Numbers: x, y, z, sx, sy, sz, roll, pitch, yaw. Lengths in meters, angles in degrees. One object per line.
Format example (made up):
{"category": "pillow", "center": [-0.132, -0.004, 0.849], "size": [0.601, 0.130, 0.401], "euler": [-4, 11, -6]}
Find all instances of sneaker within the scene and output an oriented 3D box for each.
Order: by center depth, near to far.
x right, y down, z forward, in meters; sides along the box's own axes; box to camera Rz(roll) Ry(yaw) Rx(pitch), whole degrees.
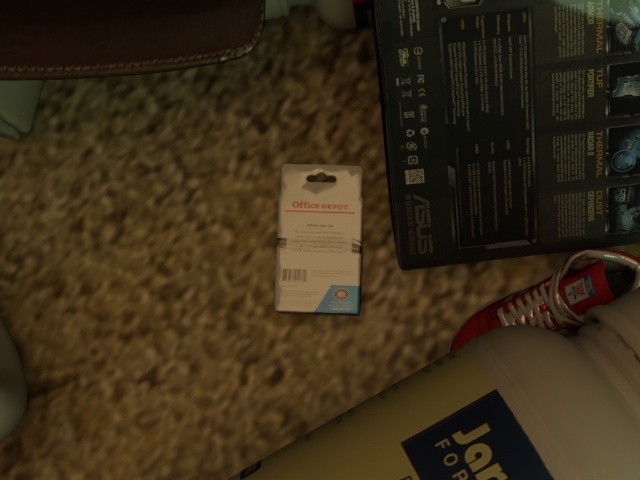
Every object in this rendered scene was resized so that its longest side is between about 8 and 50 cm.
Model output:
{"category": "sneaker", "center": [0.123, 0.039, 0.768], "size": [0.118, 0.067, 0.042], "euler": [-26, 80, 0]}

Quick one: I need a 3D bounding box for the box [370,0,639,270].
{"category": "box", "center": [0.119, -0.102, 0.724], "size": [0.183, 0.059, 0.232], "euler": [-7, 123, 2]}

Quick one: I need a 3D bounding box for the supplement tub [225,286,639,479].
{"category": "supplement tub", "center": [0.066, 0.186, 0.674], "size": [0.325, 0.235, 0.235], "euler": [-30, 84, 0]}

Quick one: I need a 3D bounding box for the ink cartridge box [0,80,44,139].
{"category": "ink cartridge box", "center": [-0.207, -0.274, 0.704], "size": [0.166, 0.285, 0.394], "euler": [13, 85, 6]}

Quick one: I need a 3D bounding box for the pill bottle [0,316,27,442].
{"category": "pill bottle", "center": [-0.351, 0.112, 0.715], "size": [0.363, 0.210, 0.210], "euler": [-36, 84, -1]}

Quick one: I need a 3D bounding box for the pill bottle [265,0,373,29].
{"category": "pill bottle", "center": [0.037, -0.173, 0.773], "size": [0.180, 0.108, 0.108], "euler": [-10, 84, 2]}

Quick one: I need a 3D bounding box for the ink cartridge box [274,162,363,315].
{"category": "ink cartridge box", "center": [0.000, 0.000, 0.798], "size": [0.048, 0.028, 0.083], "euler": [2, 85, 3]}

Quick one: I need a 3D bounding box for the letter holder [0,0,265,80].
{"category": "letter holder", "center": [-0.084, -0.163, 0.533], "size": [0.152, 0.302, 0.214], "euler": [13, 103, 44]}
